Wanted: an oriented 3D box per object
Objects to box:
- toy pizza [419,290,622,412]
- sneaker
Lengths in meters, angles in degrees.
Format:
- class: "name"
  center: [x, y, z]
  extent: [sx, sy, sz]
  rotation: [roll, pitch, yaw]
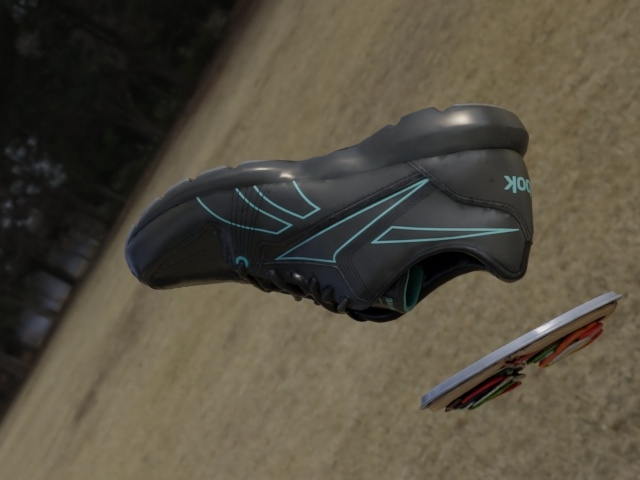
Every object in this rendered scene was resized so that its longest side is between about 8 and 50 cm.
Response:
- class: "toy pizza"
  center: [0.178, 0.105, 1.015]
  extent: [0.201, 0.032, 0.201]
  rotation: [-27, -12, -6]
- class: "sneaker"
  center: [0.000, 0.000, 0.703]
  extent: [0.101, 0.267, 0.106]
  rotation: [20, -123, -64]
